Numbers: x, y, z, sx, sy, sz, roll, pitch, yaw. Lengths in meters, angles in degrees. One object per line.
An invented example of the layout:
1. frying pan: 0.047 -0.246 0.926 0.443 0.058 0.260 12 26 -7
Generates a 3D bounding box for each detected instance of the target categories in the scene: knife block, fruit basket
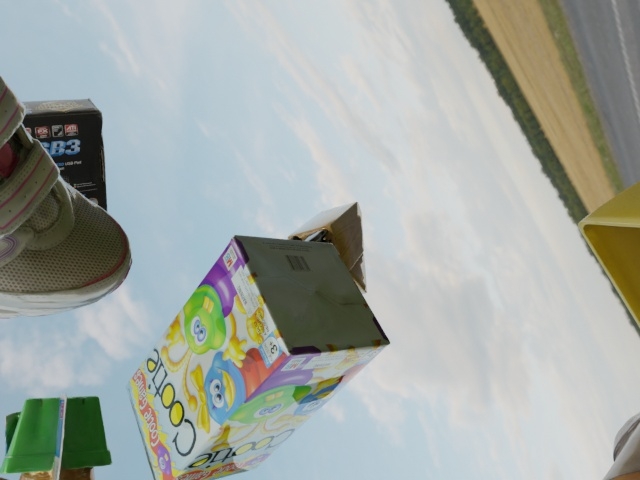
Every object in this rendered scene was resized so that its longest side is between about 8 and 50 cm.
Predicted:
1. knife block: 0.000 0.000 1.035 0.242 0.088 0.275 50 -147 -51
2. fruit basket: -0.438 0.426 0.916 0.166 0.327 0.353 10 -107 -20

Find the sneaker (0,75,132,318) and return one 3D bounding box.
1. sneaker: -0.207 -0.041 0.315 0.252 0.111 0.103 36 -139 -36

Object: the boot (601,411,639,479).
1. boot: 0.182 0.130 0.323 0.042 0.118 0.087 50 -171 13

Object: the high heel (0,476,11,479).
1. high heel: -0.691 0.479 1.048 0.244 0.082 0.117 25 -163 -15

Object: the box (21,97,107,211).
1. box: -0.445 -0.036 0.775 0.296 0.293 0.073 -14 -144 -34

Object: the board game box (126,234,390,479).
1. board game box: -0.082 0.141 0.634 0.144 0.275 0.142 5 -135 -44

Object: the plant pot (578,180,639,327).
1. plant pot: 0.445 0.007 0.577 0.212 0.187 0.212 53 166 -16
